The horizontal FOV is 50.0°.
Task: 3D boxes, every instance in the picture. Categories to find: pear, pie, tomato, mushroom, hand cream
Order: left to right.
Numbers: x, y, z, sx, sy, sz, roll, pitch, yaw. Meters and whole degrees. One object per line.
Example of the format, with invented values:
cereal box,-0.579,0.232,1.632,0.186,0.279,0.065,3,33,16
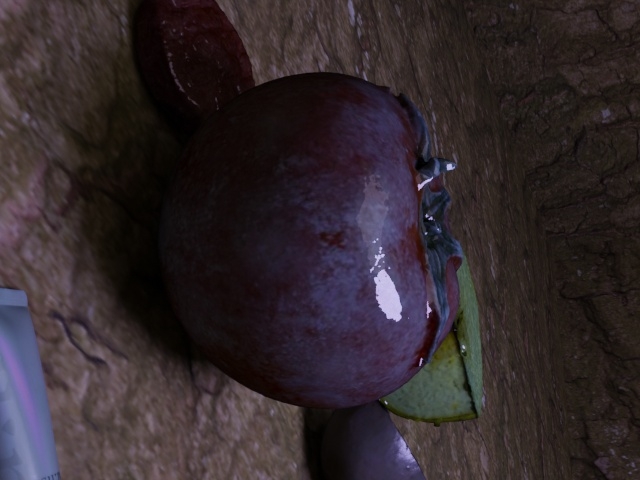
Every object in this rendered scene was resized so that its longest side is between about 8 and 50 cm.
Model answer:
hand cream,-0.203,0.131,0.456,0.078,0.050,0.204,47,31,-80
pie,-0.130,-0.194,0.755,0.182,0.050,0.182,40,42,-50
tomato,0.000,0.000,0.659,0.317,0.283,0.316,-11,90,-68
mushroom,0.059,0.281,0.853,0.117,0.141,0.188,-32,109,-28
pear,0.159,0.118,1.083,0.292,0.160,0.292,-9,90,-67
